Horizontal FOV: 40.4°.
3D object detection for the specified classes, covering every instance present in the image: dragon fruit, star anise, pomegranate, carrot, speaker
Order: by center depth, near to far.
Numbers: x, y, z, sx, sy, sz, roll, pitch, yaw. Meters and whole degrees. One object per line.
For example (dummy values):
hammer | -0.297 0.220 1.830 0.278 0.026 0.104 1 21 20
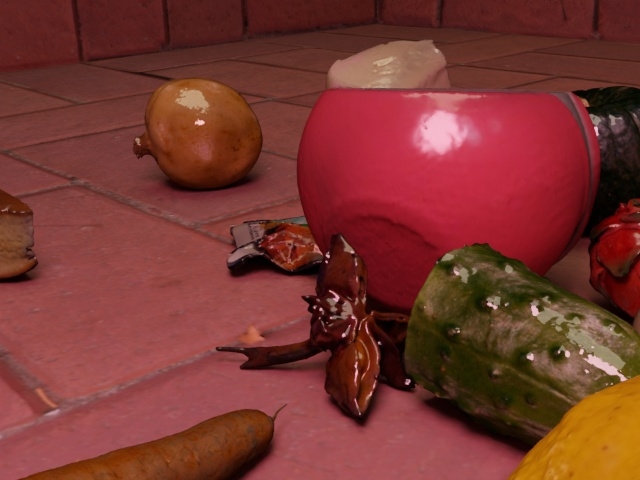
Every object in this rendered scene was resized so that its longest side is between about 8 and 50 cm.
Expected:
carrot | -0.119 0.159 0.569 0.078 0.078 0.298 16 22 41
star anise | 0.006 0.097 0.759 0.140 0.144 0.158 46 37 0
dragon fruit | 0.323 0.024 0.824 0.130 0.121 0.142 -15 47 -16
speaker | 0.127 -0.064 0.864 0.294 0.295 0.294 -2 20 1
pomegranate | -0.192 -0.162 1.325 0.196 0.196 0.196 -2 20 1

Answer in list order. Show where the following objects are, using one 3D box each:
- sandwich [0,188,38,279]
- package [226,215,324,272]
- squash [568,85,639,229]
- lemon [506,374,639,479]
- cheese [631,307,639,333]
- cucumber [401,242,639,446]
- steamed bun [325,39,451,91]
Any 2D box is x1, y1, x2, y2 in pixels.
sandwich | -0.436 -0.006 1.013 0.257 0.094 0.096 -1 21 9
package | 0.000 0.000 1.037 0.231 0.040 0.166 0 19 3
squash | 0.330 -0.106 1.107 0.252 0.165 0.252 -3 18 1
lemon | 0.173 0.149 0.356 0.260 0.204 0.204 7 11 -37
cheese | 0.326 0.097 0.652 0.175 0.091 0.202 2 22 10
cucumber | 0.178 0.096 0.626 0.134 0.134 0.244 -14 26 -30
steamed bun | 0.087 -0.152 1.171 0.170 0.226 0.200 16 28 42
